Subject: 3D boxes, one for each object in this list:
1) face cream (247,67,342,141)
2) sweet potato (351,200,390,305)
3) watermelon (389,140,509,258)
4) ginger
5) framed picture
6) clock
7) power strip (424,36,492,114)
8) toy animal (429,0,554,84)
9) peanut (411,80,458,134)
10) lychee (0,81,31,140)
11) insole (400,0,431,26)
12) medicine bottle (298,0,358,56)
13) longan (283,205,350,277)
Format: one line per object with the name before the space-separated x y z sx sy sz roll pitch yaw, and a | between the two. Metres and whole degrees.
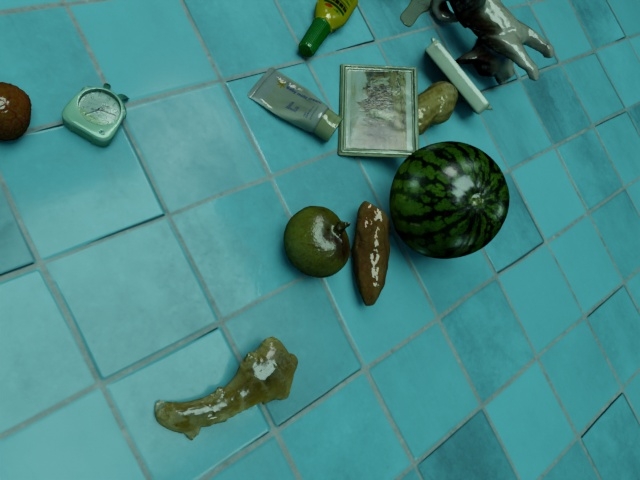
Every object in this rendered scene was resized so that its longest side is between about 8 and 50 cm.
face cream | -0.057 -0.331 1.171 0.224 0.070 0.114 34 64 -4
sweet potato | 0.122 0.029 1.134 0.097 0.097 0.252 9 71 -23
watermelon | 0.303 -0.093 1.150 0.284 0.285 0.286 7 74 -24
ginger | -0.173 0.289 0.935 0.294 0.086 0.131 -18 106 -24
framed picture | 0.152 -0.342 1.247 0.216 0.017 0.275 1 75 -1
clock | -0.446 -0.265 0.973 0.101 0.041 0.135 32 64 -14
power strip | 0.397 -0.473 1.395 0.270 0.046 0.118 47 18 -7
toy animal | 0.494 -0.623 1.427 0.194 0.302 0.345 -46 122 -23
peanut | 0.304 -0.363 1.324 0.226 0.095 0.108 -39 83 -27
lychee | -0.582 -0.223 0.863 0.101 0.115 0.140 -2 55 5
insole | 0.298 -0.717 1.469 0.064 0.004 0.188 41 63 -9
medicine bottle | 0.016 -0.585 1.266 0.094 0.064 0.261 34 65 -14
longan | 0.000 0.000 1.043 0.154 0.176 0.145 42 47 -26
